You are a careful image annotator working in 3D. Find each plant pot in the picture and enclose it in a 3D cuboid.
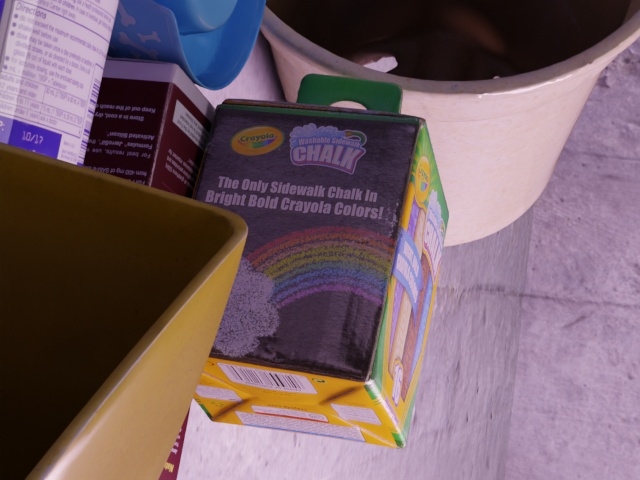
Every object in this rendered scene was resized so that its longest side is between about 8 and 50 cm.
[{"bbox_3d":[0.090,-0.163,1.157,0.305,0.334,0.334,88,15,-61],"label":"plant pot"},{"bbox_3d":[-0.170,0.086,0.550,0.212,0.212,0.187,-54,158,-59],"label":"plant pot"}]

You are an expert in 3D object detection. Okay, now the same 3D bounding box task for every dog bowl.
[{"bbox_3d":[-0.099,-0.225,0.863,0.166,0.074,0.297,-67,157,-43],"label":"dog bowl"}]

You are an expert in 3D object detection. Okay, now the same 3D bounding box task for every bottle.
[{"bbox_3d":[-0.139,-0.140,0.689,0.118,0.092,0.283,17,85,-73],"label":"bottle"}]

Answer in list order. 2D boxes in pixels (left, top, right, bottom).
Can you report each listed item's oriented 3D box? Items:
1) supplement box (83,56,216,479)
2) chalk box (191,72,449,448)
[{"bbox_3d":[-0.117,0.027,0.887,0.130,0.073,0.239,49,48,-68],"label":"supplement box"},{"bbox_3d":[0.000,0.000,0.915,0.132,0.132,0.213,66,35,-62],"label":"chalk box"}]
